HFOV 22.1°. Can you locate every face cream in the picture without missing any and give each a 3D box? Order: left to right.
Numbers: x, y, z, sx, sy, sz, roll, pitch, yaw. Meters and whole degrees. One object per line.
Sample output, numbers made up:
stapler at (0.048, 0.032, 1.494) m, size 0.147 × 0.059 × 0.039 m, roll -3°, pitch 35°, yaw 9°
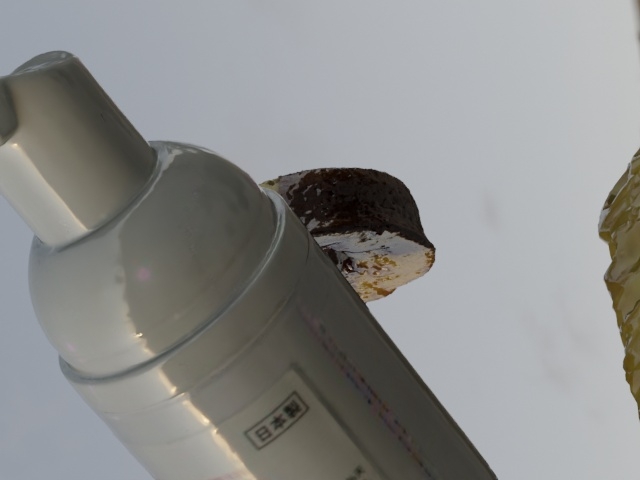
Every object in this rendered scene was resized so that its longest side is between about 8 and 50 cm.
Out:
face cream at (-0.057, 0.040, 0.827) m, size 0.369 × 0.145 × 0.145 m, roll 54°, pitch -148°, yaw -26°

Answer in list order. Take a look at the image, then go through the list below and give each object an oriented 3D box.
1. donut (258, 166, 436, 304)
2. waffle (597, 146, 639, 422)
donut at (0.000, 0.000, 1.027) m, size 0.140 × 0.140 × 0.059 m, roll 36°, pitch -139°, yaw -62°
waffle at (0.180, -0.057, 0.448) m, size 0.057 × 0.274 × 0.168 m, roll 28°, pitch -151°, yaw -14°
